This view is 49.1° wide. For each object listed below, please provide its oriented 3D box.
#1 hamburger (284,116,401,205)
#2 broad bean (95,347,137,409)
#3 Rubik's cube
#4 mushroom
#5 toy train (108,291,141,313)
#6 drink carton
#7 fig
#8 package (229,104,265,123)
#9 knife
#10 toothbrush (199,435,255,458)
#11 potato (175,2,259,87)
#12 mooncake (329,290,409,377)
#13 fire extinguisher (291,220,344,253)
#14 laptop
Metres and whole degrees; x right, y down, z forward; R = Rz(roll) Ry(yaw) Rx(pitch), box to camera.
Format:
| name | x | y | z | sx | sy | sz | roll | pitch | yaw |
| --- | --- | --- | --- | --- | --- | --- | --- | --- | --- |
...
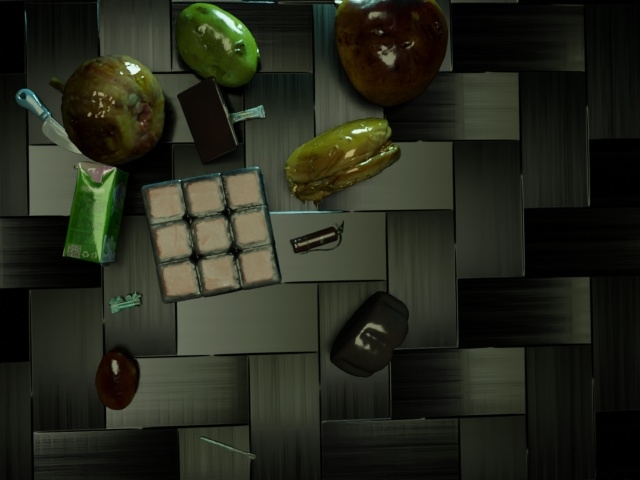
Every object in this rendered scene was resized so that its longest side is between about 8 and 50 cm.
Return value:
| name | x | y | z | sx | sy | sz | roll | pitch | yaw |
| --- | --- | --- | --- | --- | --- | --- | --- | --- | --- |
| hamburger | 0.059 | -0.215 | 1.849 | 0.319 | 0.318 | 0.158 | -28 | 103 | -4 |
| broad bean | -0.560 | 0.383 | 1.920 | 0.114 | 0.084 | 0.165 | 12 | 95 | 13 |
| Rubik's cube | -0.274 | -0.012 | 1.833 | 0.305 | 0.301 | 0.303 | -8 | 91 | -5 |
| mushroom | 0.187 | -0.556 | 1.936 | 0.346 | 0.260 | 0.345 | -8 | 111 | -23 |
| toy train | -0.543 | 0.173 | 1.948 | 0.092 | 0.029 | 0.045 | -13 | 98 | -5 |
| drink carton | -0.602 | -0.069 | 1.878 | 0.108 | 0.161 | 0.270 | 9 | 89 | -3 |
| fig | -0.597 | -0.364 | 1.871 | 0.369 | 0.286 | 0.286 | 23 | 88 | 33 |
| package | -0.212 | -0.353 | 1.981 | 0.110 | 0.015 | 0.037 | -15 | 85 | -5 |
| knife | -0.749 | -0.319 | 1.943 | 0.058 | 0.032 | 0.244 | -43 | 96 | -5 |
| toothbrush | -0.261 | 0.583 | 1.969 | 0.167 | 0.014 | 0.011 | 21 | 97 | -3 |
| potato | -0.282 | -0.530 | 1.916 | 0.186 | 0.148 | 0.253 | -35 | 99 | 21 |
| mooncake | 0.135 | 0.255 | 1.895 | 0.133 | 0.245 | 0.244 | 32 | 88 | -6 |
| fire extinguisher | 0.000 | 0.000 | 1.981 | 0.157 | 0.045 | 0.078 | -19 | 119 | -5 |
| laptop | -0.307 | -0.330 | 1.927 | 0.154 | 0.026 | 0.207 | -19 | 92 | 34 |
